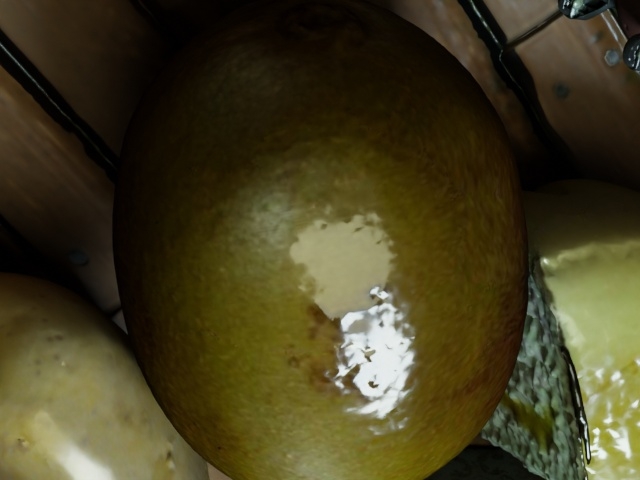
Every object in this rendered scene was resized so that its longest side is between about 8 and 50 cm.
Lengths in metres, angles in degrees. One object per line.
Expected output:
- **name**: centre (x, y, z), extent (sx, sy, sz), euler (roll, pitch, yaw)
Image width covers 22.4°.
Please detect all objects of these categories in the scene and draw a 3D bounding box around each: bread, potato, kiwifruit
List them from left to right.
- **potato**: centre (-0.134, 0.109, 0.806), extent (0.150, 0.146, 0.234), euler (-10, 124, 12)
- **kiwifruit**: centre (0.000, 0.000, 0.729), extent (0.196, 0.196, 0.234), euler (-10, 132, -9)
- **bread**: centre (0.171, 0.072, 0.871), extent (0.156, 0.158, 0.260), euler (-21, 113, -15)

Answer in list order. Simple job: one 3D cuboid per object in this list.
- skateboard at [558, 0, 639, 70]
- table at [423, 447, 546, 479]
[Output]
- **skateboard**: centre (0.180, -0.154, 0.762), extent (0.080, 0.067, 0.151), euler (1, 122, -29)
- **table**: centre (0.121, 0.330, 0.927), extent (0.222, 0.335, 0.272), euler (-1, 126, -16)
